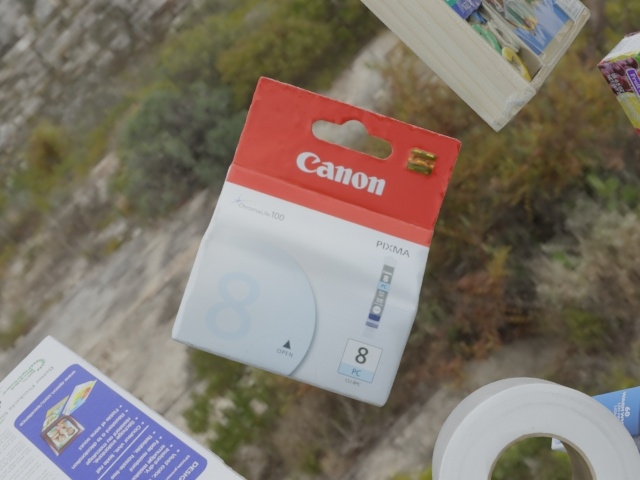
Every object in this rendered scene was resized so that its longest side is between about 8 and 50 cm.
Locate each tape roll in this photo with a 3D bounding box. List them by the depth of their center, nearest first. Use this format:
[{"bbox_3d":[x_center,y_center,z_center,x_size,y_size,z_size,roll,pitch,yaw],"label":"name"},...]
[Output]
[{"bbox_3d":[0.262,0.294,1.512,0.246,0.246,0.169,-44,-5,0],"label":"tape roll"}]

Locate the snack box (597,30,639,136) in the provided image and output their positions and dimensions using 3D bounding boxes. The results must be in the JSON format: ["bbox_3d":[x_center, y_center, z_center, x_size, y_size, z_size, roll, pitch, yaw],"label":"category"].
[{"bbox_3d":[0.419,-0.149,1.284,0.070,0.174,0.207,-45,19,-28],"label":"snack box"}]

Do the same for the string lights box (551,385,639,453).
[{"bbox_3d":[0.474,0.275,1.809,0.259,0.133,0.077,-29,47,58],"label":"string lights box"}]

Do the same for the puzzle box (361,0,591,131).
[{"bbox_3d":[0.129,-0.264,1.197,0.052,0.272,0.409,-47,1,27],"label":"puzzle box"}]

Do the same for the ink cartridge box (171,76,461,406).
[{"bbox_3d":[0.000,0.000,1.692,0.091,0.308,0.385,-106,34,-86],"label":"ink cartridge box"}]

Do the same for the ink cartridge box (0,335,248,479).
[{"bbox_3d":[-0.186,0.205,0.963,0.176,0.069,0.371,-47,33,-16],"label":"ink cartridge box"}]
